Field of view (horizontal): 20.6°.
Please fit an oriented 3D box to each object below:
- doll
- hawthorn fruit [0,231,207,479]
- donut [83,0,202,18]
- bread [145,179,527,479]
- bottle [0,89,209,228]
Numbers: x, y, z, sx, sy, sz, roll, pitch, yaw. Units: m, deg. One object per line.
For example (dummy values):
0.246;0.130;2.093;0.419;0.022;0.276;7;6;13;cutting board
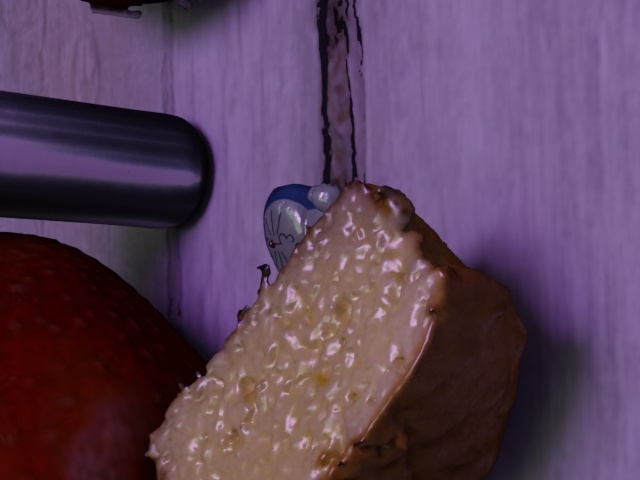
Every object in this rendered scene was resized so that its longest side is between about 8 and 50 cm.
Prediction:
0.000;0.000;1.034;0.083;0.050;0.076;2;105;47;doll
-0.169;0.160;1.067;0.369;0.284;0.285;28;108;24;hawthorn fruit
-0.108;-0.277;1.149;0.269;0.103;0.270;-11;75;47;donut
0.020;0.084;0.934;0.229;0.139;0.143;-51;52;24;bread
-0.181;-0.048;1.090;0.096;0.253;0.079;52;122;37;bottle
